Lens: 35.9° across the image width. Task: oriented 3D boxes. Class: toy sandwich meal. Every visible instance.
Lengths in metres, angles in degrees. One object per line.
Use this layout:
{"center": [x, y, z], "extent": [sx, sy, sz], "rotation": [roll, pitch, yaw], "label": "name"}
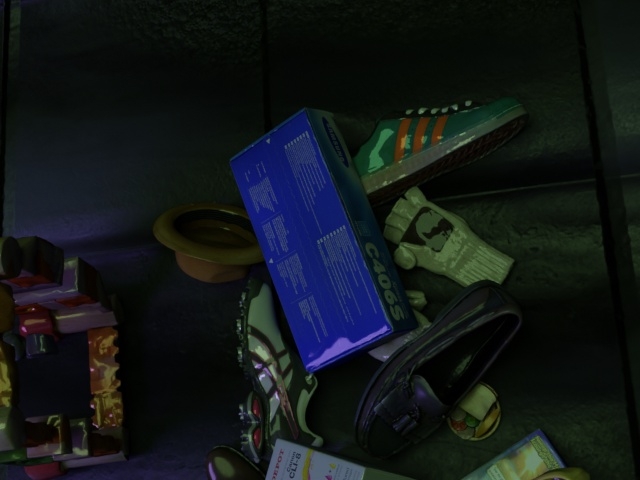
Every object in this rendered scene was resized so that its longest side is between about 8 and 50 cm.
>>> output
{"center": [0.214, 0.237, 1.377], "extent": [0.086, 0.029, 0.085], "rotation": [-5, 75, 17], "label": "toy sandwich meal"}

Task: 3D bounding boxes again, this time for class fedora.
{"center": [-0.162, 0.011, 1.515], "extent": [0.194, 0.194, 0.079], "rotation": [23, 122, 22], "label": "fedora"}

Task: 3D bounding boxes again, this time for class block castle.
{"center": [-0.442, 0.176, 1.384], "extent": [0.213, 0.453, 0.302], "rotation": [-9, 75, 8], "label": "block castle"}

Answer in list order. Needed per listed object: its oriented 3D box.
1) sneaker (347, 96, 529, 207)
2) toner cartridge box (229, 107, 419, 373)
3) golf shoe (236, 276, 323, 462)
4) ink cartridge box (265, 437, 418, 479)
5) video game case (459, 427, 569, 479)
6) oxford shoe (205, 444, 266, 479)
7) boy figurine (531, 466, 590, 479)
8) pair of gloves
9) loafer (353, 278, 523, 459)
{"center": [0.151, -0.156, 1.457], "extent": [0.302, 0.108, 0.121], "rotation": [-24, 74, 12], "label": "sneaker"}
{"center": [0.000, 0.000, 1.432], "extent": [0.165, 0.075, 0.347], "rotation": [-30, 74, 32], "label": "toner cartridge box"}
{"center": [-0.064, 0.188, 1.458], "extent": [0.120, 0.105, 0.272], "rotation": [-4, 79, -1], "label": "golf shoe"}
{"center": [0.022, 0.354, 1.327], "extent": [0.176, 0.127, 0.128], "rotation": [6, 76, 47], "label": "ink cartridge box"}
{"center": [0.267, 0.426, 1.294], "extent": [0.244, 0.061, 0.269], "rotation": [-36, 68, 8], "label": "video game case"}
{"center": [-0.104, 0.388, 1.409], "extent": [0.083, 0.096, 0.227], "rotation": [-39, 66, 7], "label": "oxford shoe"}
{"center": [0.235, 0.395, 1.232], "extent": [0.285, 0.092, 0.177], "rotation": [-42, 65, 8], "label": "boy figurine"}
{"center": [0.136, 0.063, 1.442], "extent": [0.204, 0.042, 0.240], "rotation": [41, 92, 22], "label": "pair of gloves"}
{"center": [0.159, 0.184, 1.351], "extent": [0.109, 0.095, 0.302], "rotation": [39, 93, -20], "label": "loafer"}
